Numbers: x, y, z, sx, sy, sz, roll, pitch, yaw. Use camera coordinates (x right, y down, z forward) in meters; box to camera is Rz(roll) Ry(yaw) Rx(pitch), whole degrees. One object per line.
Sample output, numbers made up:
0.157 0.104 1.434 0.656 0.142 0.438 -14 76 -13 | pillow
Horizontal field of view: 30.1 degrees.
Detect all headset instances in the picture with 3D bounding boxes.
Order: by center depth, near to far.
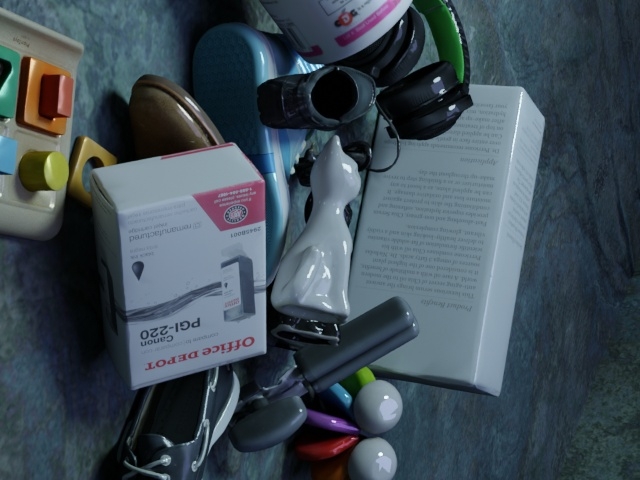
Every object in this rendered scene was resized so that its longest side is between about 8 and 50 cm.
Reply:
0.089 -0.231 1.689 0.243 0.185 0.394 49 41 -27 | headset

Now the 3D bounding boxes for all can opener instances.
0.004 0.173 1.512 0.280 0.093 0.074 -33 150 -2 | can opener

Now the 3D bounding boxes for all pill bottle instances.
-0.030 -0.349 1.314 0.283 0.160 0.160 52 47 -28 | pill bottle

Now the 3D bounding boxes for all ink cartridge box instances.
-0.141 0.027 1.212 0.158 0.092 0.218 -14 127 -22 | ink cartridge box

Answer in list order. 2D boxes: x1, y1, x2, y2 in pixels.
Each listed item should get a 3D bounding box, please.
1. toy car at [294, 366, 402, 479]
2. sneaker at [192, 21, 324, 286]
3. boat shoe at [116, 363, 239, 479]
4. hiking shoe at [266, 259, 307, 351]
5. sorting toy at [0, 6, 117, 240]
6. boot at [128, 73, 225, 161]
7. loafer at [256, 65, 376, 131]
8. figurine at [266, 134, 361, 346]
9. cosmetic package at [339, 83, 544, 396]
0.026 0.267 1.698 0.136 0.159 0.182 5 92 -28 | toy car
-0.053 -0.103 1.441 0.208 0.127 0.319 -21 115 -60 | sneaker
-0.174 0.234 1.296 0.091 0.114 0.303 69 25 -44 | boat shoe
-0.044 0.083 1.544 0.227 0.086 0.114 21 80 -63 | hiking shoe
-0.272 -0.103 1.076 0.347 0.047 0.196 15 82 -64 | sorting toy
-0.157 -0.029 1.277 0.115 0.112 0.305 -45 137 -38 | boot
0.013 -0.162 1.362 0.223 0.078 0.076 -18 103 -59 | loafer
0.000 0.000 1.401 0.215 0.092 0.209 103 -3 -73 | figurine
0.189 -0.006 1.844 0.161 0.230 0.453 31 69 -63 | cosmetic package
